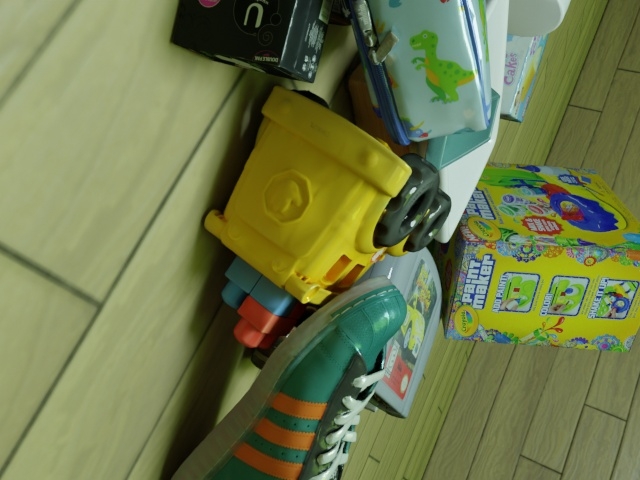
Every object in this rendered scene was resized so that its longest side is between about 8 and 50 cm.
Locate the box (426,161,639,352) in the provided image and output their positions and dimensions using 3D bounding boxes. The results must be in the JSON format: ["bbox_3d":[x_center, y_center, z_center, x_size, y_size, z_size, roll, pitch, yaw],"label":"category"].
[{"bbox_3d":[0.330,0.013,0.953,0.290,0.279,0.177,-86,180,-59],"label":"box"}]

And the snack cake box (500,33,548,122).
[{"bbox_3d":[0.359,-0.363,1.094,0.152,0.089,0.264,-11,117,-64],"label":"snack cake box"}]

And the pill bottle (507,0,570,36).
[{"bbox_3d":[0.340,-0.465,0.884,0.283,0.160,0.160,-67,156,-9],"label":"pill bottle"}]

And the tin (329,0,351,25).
[{"bbox_3d":[-0.001,-0.235,0.474,0.190,0.040,0.106,-21,122,-60],"label":"tin"}]

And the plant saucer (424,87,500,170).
[{"bbox_3d":[0.155,-0.119,0.627,0.192,0.018,0.067,-32,135,-55],"label":"plant saucer"}]

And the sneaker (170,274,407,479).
[{"bbox_3d":[-0.009,0.169,0.521,0.302,0.121,0.108,-52,158,16],"label":"sneaker"}]

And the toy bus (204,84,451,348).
[{"bbox_3d":[0.000,0.000,0.538,0.211,0.149,0.220,-58,159,3],"label":"toy bus"}]

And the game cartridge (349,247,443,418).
[{"bbox_3d":[0.096,0.109,0.760,0.294,0.060,0.196,53,52,-59],"label":"game cartridge"}]

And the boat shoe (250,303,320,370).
[{"bbox_3d":[-0.009,0.103,0.672,0.178,0.064,0.060,-6,115,-62],"label":"boat shoe"}]

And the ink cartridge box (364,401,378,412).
[{"bbox_3d":[0.103,0.182,0.965,0.175,0.072,0.127,-19,125,-61],"label":"ink cartridge box"}]

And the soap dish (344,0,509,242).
[{"bbox_3d":[0.137,-0.155,0.727,0.229,0.118,0.291,-59,154,-25],"label":"soap dish"}]

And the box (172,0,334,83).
[{"bbox_3d":[-0.043,-0.145,0.386,0.052,0.083,0.062,-4,111,-66],"label":"box"}]

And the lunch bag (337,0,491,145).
[{"bbox_3d":[0.082,-0.185,0.453,0.219,0.090,0.176,-72,147,-48],"label":"lunch bag"}]
